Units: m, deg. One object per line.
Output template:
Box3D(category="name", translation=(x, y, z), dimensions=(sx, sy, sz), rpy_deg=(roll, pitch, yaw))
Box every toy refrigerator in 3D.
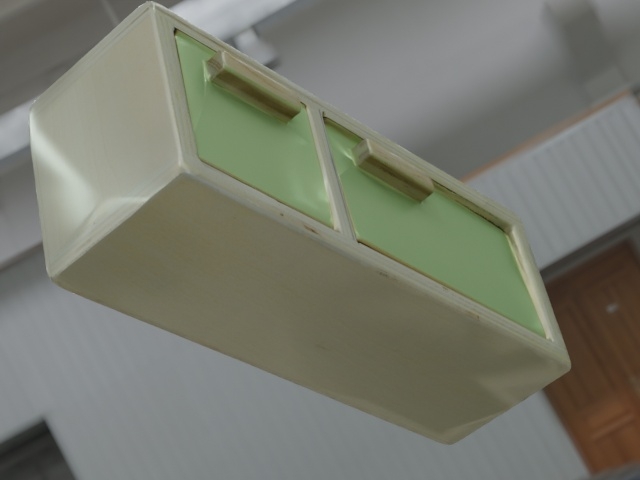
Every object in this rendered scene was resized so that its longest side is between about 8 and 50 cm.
Box3D(category="toy refrigerator", translation=(0.000, 0.000, 0.774), dimensions=(0.094, 0.102, 0.269), rpy_deg=(-37, -43, 28))
